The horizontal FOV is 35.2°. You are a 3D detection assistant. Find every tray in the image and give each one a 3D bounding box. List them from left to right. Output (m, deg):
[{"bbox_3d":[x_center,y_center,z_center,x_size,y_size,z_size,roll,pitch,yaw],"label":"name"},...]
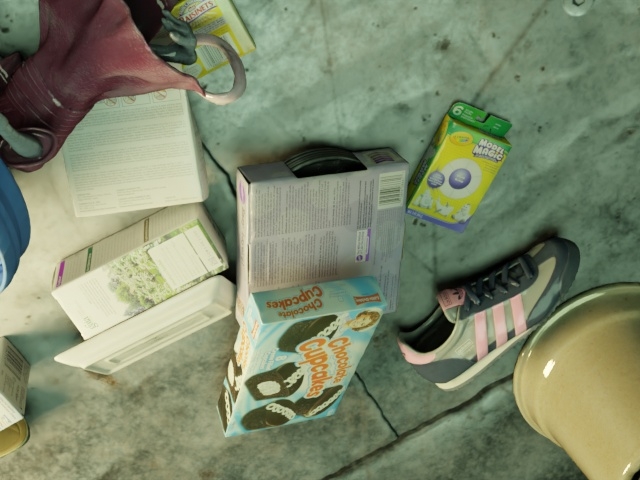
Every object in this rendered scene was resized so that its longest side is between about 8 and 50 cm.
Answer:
[{"bbox_3d":[-0.242,0.134,1.485,0.270,0.030,0.145,-27,162,5],"label":"tray"}]

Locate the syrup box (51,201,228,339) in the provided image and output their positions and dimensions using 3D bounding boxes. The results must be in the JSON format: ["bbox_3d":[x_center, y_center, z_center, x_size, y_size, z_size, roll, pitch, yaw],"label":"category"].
[{"bbox_3d":[-0.258,0.036,1.443,0.237,0.096,0.093,-27,117,5],"label":"syrup box"}]

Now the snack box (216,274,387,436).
[{"bbox_3d":[-0.035,0.175,1.487,0.187,0.060,0.322,-8,145,-22],"label":"snack box"}]

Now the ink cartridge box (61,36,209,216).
[{"bbox_3d":[-0.256,-0.152,1.352,0.181,0.056,0.225,-7,104,2],"label":"ink cartridge box"}]

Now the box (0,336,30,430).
[{"bbox_3d":[-0.508,0.231,1.487,0.137,0.126,0.072,-28,121,6],"label":"box"}]

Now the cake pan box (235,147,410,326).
[{"bbox_3d":[0.000,0.000,1.459,0.246,0.070,0.267,-11,121,-21],"label":"cake pan box"}]

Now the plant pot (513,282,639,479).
[{"bbox_3d":[0.515,0.286,1.597,0.334,0.305,0.334,-4,118,-8],"label":"plant pot"}]

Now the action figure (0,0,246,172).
[{"bbox_3d":[-0.325,-0.194,1.254,0.370,0.248,0.276,-42,141,22],"label":"action figure"}]

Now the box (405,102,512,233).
[{"bbox_3d":[0.203,-0.106,1.480,0.105,0.043,0.179,18,112,-19],"label":"box"}]

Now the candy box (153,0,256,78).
[{"bbox_3d":[-0.199,-0.254,1.335,0.206,0.027,0.105,-26,118,5],"label":"candy box"}]

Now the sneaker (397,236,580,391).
[{"bbox_3d":[0.256,0.099,1.560,0.131,0.112,0.319,35,106,-28],"label":"sneaker"}]

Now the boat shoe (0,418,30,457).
[{"bbox_3d":[-0.545,0.318,1.558,0.223,0.080,0.073,-18,158,6],"label":"boat shoe"}]

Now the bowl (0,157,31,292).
[{"bbox_3d":[-0.521,-0.083,1.220,0.391,0.077,0.391,21,144,16],"label":"bowl"}]
